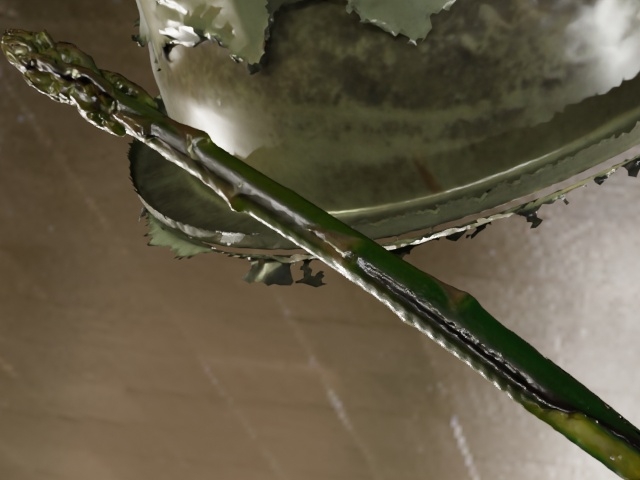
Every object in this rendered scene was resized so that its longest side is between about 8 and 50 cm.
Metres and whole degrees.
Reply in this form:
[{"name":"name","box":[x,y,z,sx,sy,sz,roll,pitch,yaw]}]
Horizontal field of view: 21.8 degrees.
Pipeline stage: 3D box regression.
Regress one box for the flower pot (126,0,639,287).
[{"name":"flower pot","box":[0.011,-0.161,0.585,0.290,0.290,0.259,-6,123,32]}]

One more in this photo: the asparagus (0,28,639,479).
[{"name":"asparagus","box":[0.000,0.000,0.326,0.166,0.016,0.013,35,180,16]}]
